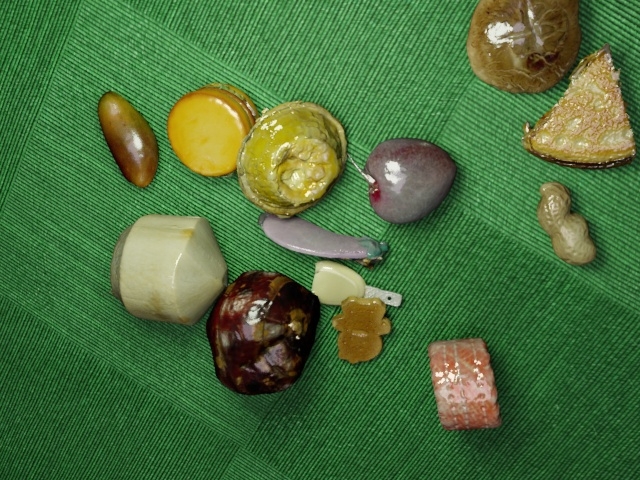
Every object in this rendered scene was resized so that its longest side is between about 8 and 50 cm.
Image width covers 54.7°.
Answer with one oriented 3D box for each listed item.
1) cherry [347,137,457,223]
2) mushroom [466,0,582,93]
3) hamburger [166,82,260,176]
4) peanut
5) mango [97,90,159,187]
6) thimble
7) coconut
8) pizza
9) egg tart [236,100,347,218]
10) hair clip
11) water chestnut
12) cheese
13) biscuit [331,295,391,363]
[{"bbox_3d":[0.208,-0.150,1.529,0.266,0.183,0.213,-7,118,0],"label":"cherry"},{"bbox_3d":[0.471,-0.470,1.410,0.278,0.146,0.278,2,111,6],"label":"mushroom"},{"bbox_3d":[-0.265,-0.288,1.596,0.246,0.170,0.246,7,118,14],"label":"hamburger"},{"bbox_3d":[0.603,-0.039,1.533,0.104,0.085,0.228,-31,96,8],"label":"peanut"},{"bbox_3d":[-0.515,-0.276,1.679,0.133,0.111,0.267,-15,103,31],"label":"mango"},{"bbox_3d":[0.378,0.374,1.614,0.162,0.239,0.239,-11,102,10],"label":"thimble"},{"bbox_3d":[-0.391,0.075,1.660,0.323,0.323,0.323,3,105,11],"label":"coconut"},{"bbox_3d":[0.600,-0.294,1.469,0.251,0.074,0.287,-14,101,14],"label":"pizza"},{"bbox_3d":[-0.055,-0.186,1.537,0.315,0.120,0.315,-12,123,-20],"label":"egg tart"},{"bbox_3d":[0.000,0.001,1.654,0.359,0.095,0.110,19,77,-2],"label":"hair clip"},{"bbox_3d":[-0.180,0.240,1.664,0.347,0.335,0.335,5,107,28],"label":"water chestnut"},{"bbox_3d":[0.099,0.134,1.698,0.251,0.054,0.127,13,111,7],"label":"cheese"},{"bbox_3d":[0.114,0.249,1.718,0.166,0.036,0.225,2,120,3],"label":"biscuit"}]
